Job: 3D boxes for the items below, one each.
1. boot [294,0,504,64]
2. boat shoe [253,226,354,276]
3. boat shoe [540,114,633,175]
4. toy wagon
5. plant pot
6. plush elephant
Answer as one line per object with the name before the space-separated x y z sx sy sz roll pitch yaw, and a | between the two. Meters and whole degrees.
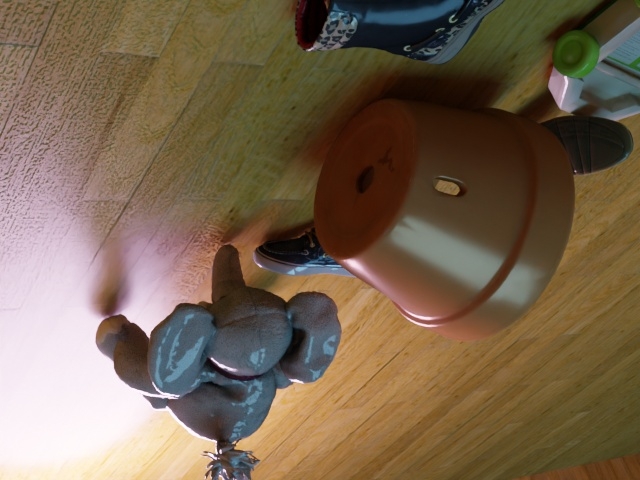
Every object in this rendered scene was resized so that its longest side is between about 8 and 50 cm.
boot | 0.091 -0.260 1.074 0.179 0.085 0.236 -3 149 -28
boat shoe | 0.000 0.000 1.532 0.183 0.065 0.083 3 117 -16
boat shoe | 0.311 -0.123 1.463 0.223 0.080 0.073 -8 -174 36
toy wagon | 0.448 -0.265 1.350 0.267 0.068 0.344 9 140 -47
plant pot | 0.128 -0.044 1.327 0.203 0.291 0.291 20 134 -30
plush elephant | -0.126 0.135 1.483 0.272 0.330 0.255 3 127 -28
